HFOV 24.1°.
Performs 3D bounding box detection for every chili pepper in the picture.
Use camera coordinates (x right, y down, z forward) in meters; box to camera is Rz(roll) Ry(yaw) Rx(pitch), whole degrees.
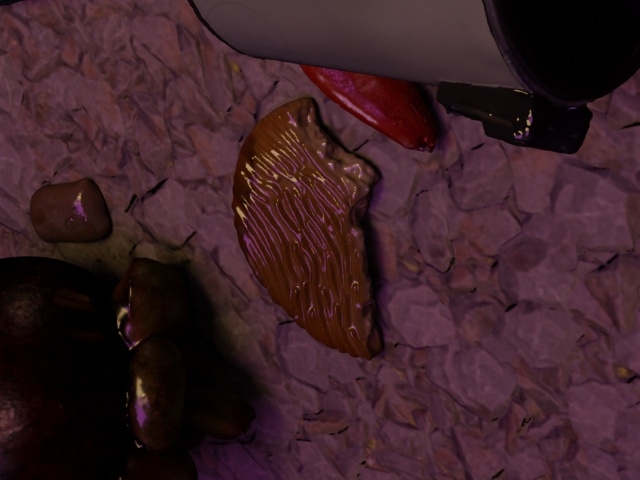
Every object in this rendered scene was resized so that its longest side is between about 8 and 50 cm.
[{"bbox_3d":[0.036,-0.134,1.161,0.088,0.065,0.169,-34,101,19],"label":"chili pepper"}]

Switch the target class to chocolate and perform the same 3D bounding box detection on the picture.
[{"bbox_3d":[-0.252,-0.024,1.461,0.101,0.031,0.064,-3,109,40],"label":"chocolate"}]

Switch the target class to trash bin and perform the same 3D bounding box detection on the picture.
[{"bbox_3d":[0.067,-0.209,0.950,0.262,0.217,0.277,13,92,40],"label":"trash bin"}]

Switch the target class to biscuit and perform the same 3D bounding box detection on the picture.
[{"bbox_3d":[-0.001,0.000,1.284,0.176,0.031,0.228,-29,96,45],"label":"biscuit"}]

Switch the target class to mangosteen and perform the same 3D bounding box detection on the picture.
[{"bbox_3d":[-0.238,0.161,1.407,0.347,0.307,0.307,-10,113,9],"label":"mangosteen"}]

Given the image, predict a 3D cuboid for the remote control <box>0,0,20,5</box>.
[{"bbox_3d":[-0.269,-0.276,1.302,0.296,0.056,0.140,0,114,39],"label":"remote control"}]
